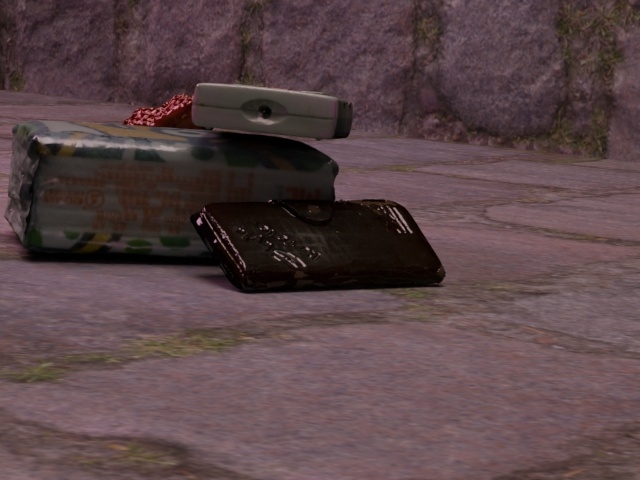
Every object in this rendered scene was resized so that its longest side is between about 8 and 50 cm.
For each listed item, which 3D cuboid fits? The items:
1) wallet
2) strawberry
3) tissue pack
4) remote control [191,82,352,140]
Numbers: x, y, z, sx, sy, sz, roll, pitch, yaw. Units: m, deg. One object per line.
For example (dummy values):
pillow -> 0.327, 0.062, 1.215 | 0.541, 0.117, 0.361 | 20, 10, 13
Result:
wallet -> 0.000, 0.000, 1.685 | 0.232, 0.031, 0.122 | -3, 41, -32
strawberry -> -0.172, -0.104, 1.956 | 0.104, 0.152, 0.048 | 32, 32, -22
tissue pack -> -0.159, -0.051, 1.822 | 0.311, 0.128, 0.228 | 3, 7, -15
remote control -> -0.043, -0.134, 1.851 | 0.145, 0.050, 0.344 | 6, 4, 2
